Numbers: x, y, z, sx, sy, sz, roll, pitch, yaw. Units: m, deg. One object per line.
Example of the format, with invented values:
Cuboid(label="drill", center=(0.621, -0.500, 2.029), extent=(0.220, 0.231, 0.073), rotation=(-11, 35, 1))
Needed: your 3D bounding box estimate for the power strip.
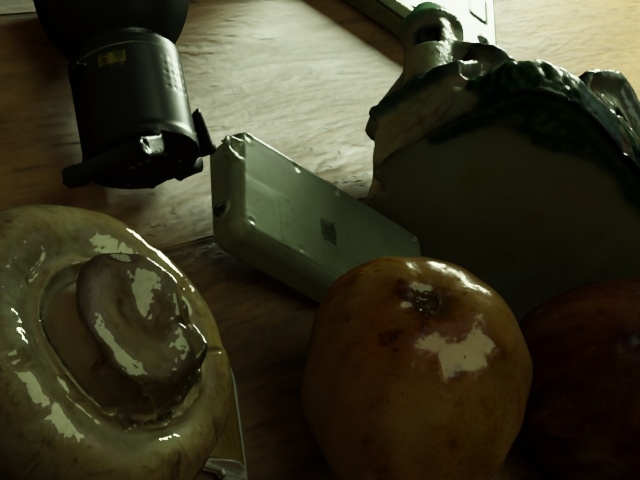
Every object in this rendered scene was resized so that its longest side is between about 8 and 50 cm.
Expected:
Cuboid(label="power strip", center=(0.000, 0.000, 1.566), extent=(0.270, 0.046, 0.118), rotation=(31, 41, -36))

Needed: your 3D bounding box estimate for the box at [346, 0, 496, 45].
Cuboid(label="box", center=(0.099, -0.310, 2.003), extent=(0.270, 0.045, 0.211), rotation=(32, 39, -25))

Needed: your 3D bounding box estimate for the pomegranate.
Cuboid(label="pomegranate", center=(0.075, 0.115, 1.425), extent=(0.207, 0.207, 0.207), rotation=(30, 38, -27))

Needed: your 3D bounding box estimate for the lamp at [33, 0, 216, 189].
Cuboid(label="lamp", center=(-0.160, -0.133, 1.469), extent=(0.172, 0.147, 0.227), rotation=(37, 37, -61))

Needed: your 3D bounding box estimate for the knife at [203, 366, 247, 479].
Cuboid(label="knife", center=(-0.075, 0.173, 1.347), extent=(0.046, 0.022, 0.256), rotation=(19, 44, -32))

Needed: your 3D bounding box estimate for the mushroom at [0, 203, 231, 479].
Cuboid(label="mushroom", center=(-0.169, 0.080, 1.191), extent=(0.255, 0.184, 0.255), rotation=(17, 52, -22))

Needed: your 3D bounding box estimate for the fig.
Cuboid(label="fig", center=(0.302, 0.143, 1.637), extent=(0.224, 0.263, 0.224), rotation=(-13, 90, -90))

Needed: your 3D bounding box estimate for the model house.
Cuboid(label="model house", center=(0.201, -0.104, 1.751), extent=(0.298, 0.243, 0.284), rotation=(43, 27, -30))
